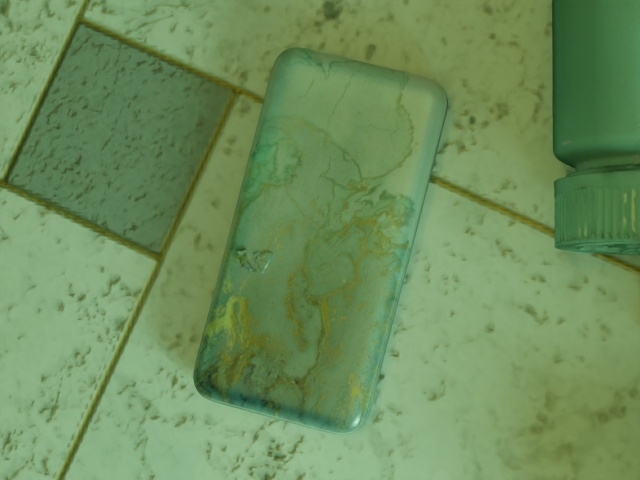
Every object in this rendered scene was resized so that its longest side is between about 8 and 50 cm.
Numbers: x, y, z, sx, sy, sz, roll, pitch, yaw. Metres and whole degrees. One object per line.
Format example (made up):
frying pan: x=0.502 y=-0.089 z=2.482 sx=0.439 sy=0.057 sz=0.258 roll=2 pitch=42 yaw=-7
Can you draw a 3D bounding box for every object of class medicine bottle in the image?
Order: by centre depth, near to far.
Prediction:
medicine bottle: x=0.246 y=-0.151 z=1.326 sx=0.158 sy=0.158 sz=0.318 roll=-1 pitch=86 yaw=11

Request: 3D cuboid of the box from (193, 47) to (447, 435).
box: x=0.000 y=0.000 z=1.421 sx=0.142 sy=0.044 sz=0.285 roll=14 pitch=89 yaw=8
